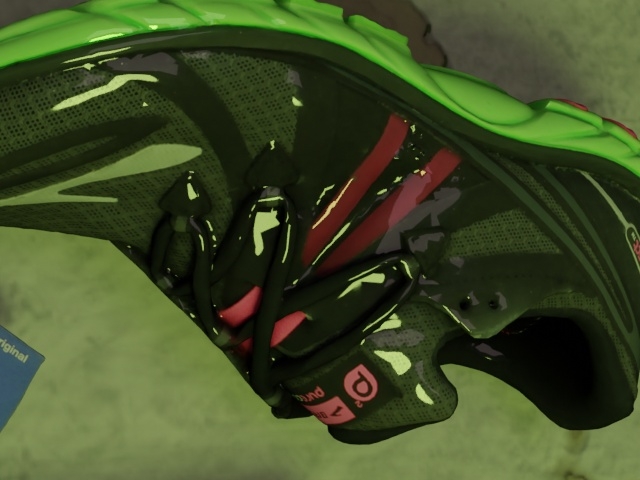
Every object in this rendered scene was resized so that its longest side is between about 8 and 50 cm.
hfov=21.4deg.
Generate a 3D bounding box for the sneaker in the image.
[{"bbox_3d":[0.000,0.000,0.907,0.482,0.185,0.202,12,68,-24],"label":"sneaker"}]

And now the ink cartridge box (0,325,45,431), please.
[{"bbox_3d":[-0.284,0.134,0.787,0.186,0.065,0.311,37,65,-17],"label":"ink cartridge box"}]
